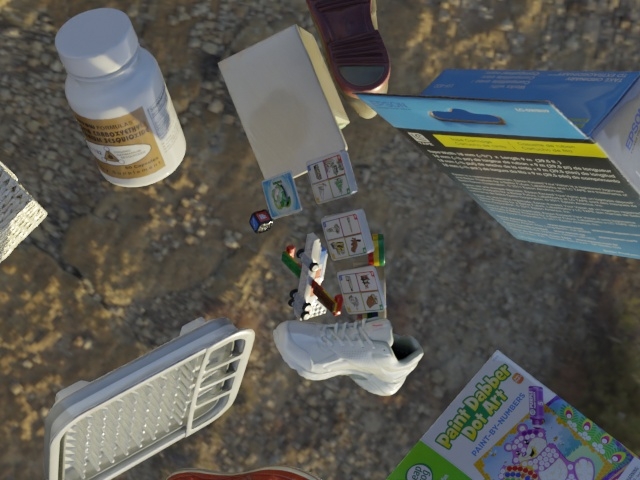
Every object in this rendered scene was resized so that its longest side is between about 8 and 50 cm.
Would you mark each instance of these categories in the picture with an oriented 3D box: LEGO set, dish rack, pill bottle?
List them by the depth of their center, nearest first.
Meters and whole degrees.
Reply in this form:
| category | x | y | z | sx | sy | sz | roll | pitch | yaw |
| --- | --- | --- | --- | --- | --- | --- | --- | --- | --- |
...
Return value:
| category | x | y | z | sx | sy | sz | roll | pitch | yaw |
| --- | --- | --- | --- | --- | --- | --- | --- | --- | --- |
| LEGO set | 0.000 | 0.000 | 1.300 | 0.060 | 0.244 | 0.183 | -16 | 91 | -32 |
| pill bottle | -0.273 | -0.193 | 1.498 | 0.131 | 0.131 | 0.229 | -38 | 142 | -20 |
| dish rack | -0.262 | 0.237 | 1.606 | 0.332 | 0.072 | 0.286 | -28 | 156 | -30 |

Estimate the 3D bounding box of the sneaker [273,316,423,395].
| category | x | y | z | sx | sy | sz | roll | pitch | yaw |
| --- | --- | --- | --- | --- | --- | --- | --- | --- | --- |
| sneaker | 0.044 | 0.140 | 1.546 | 0.232 | 0.090 | 0.115 | 15 | 132 | -32 |

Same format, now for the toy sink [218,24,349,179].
| category | x | y | z | sx | sy | sz | roll | pitch | yaw |
| --- | --- | --- | --- | --- | --- | --- | --- | --- | --- |
| toy sink | -0.048 | -0.224 | 1.888 | 0.152 | 0.131 | 0.234 | -25 | 84 | 14 |

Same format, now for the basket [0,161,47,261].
| category | x | y | z | sx | sy | sz | roll | pitch | yaw |
| --- | --- | --- | --- | --- | --- | --- | --- | --- | --- |
| basket | -0.522 | -0.030 | 1.715 | 0.103 | 0.113 | 0.167 | 43 | 82 | 8 |

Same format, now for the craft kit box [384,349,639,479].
| category | x | y | z | sx | sy | sz | roll | pitch | yaw |
| --- | --- | --- | --- | --- | --- | --- | --- | --- | --- |
| craft kit box | 0.240 | 0.301 | 1.363 | 0.250 | 0.246 | 0.061 | -45 | 159 | -24 |

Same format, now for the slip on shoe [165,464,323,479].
| category | x | y | z | sx | sy | sz | roll | pitch | yaw |
| --- | --- | --- | --- | --- | --- | --- | --- | --- | --- |
| slip on shoe | -0.143 | 0.486 | 2.050 | 0.331 | 0.101 | 0.123 | -1 | 111 | 12 |

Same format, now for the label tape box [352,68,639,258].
| category | x | y | z | sx | sy | sz | roll | pitch | yaw |
| --- | --- | --- | --- | --- | --- | --- | --- | --- | --- |
| label tape box | 0.230 | -0.102 | 1.120 | 0.333 | 0.240 | 0.106 | 36 | 72 | -42 |

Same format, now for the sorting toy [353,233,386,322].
| category | x | y | z | sx | sy | sz | roll | pitch | yaw |
| --- | --- | --- | --- | --- | --- | --- | --- | --- | --- |
| sorting toy | 0.075 | 0.089 | 1.668 | 0.046 | 0.132 | 0.275 | -3 | 122 | 2 |

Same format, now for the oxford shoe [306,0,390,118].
| category | x | y | z | sx | sy | sz | roll | pitch | yaw |
| --- | --- | --- | --- | --- | --- | --- | --- | --- | --- |
| oxford shoe | 0.040 | -0.365 | 1.866 | 0.123 | 0.348 | 0.130 | -8 | 154 | 1 |
